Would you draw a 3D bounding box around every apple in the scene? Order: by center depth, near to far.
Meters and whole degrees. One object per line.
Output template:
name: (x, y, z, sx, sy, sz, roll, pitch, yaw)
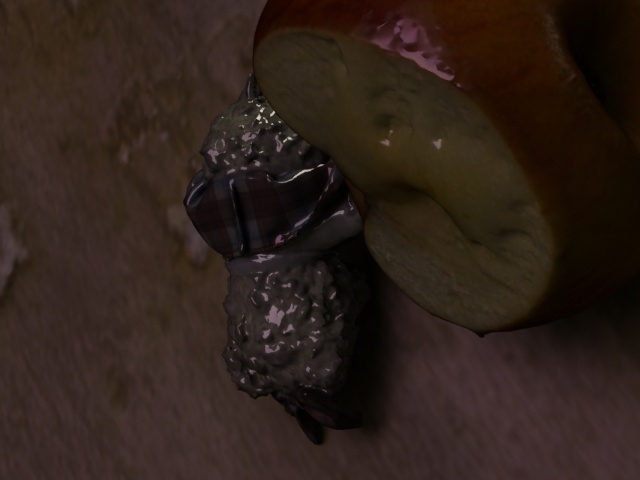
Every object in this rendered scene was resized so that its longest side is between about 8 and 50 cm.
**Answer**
apple: (0.070, -0.057, 0.779, 0.173, 0.160, 0.195, -22, 106, 43)

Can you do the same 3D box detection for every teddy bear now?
teddy bear: (-0.014, -0.011, 0.900, 0.133, 0.111, 0.213, -3, 73, 50)
